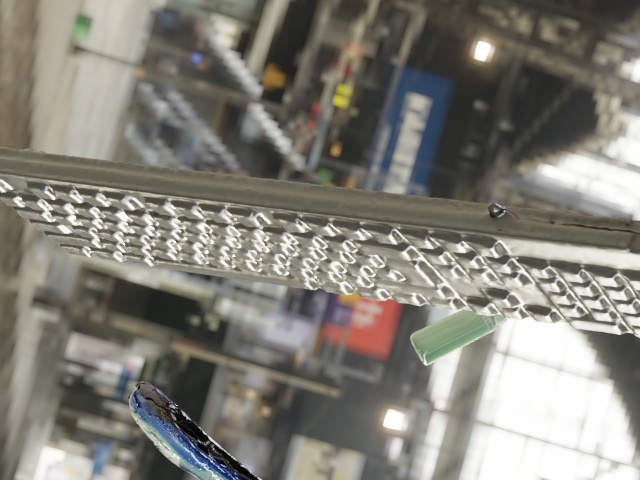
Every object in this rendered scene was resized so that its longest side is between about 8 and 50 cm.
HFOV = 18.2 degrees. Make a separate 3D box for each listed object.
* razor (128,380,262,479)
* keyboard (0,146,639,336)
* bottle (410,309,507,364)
[{"bbox_3d":[0.007,0.191,1.218,0.056,0.324,0.093,-60,-161,-17],"label":"razor"},{"bbox_3d":[0.000,0.000,0.814,0.101,0.310,0.018,47,56,-56],"label":"keyboard"},{"bbox_3d":[0.120,0.077,1.735,0.030,0.083,0.030,63,-1,2],"label":"bottle"}]
